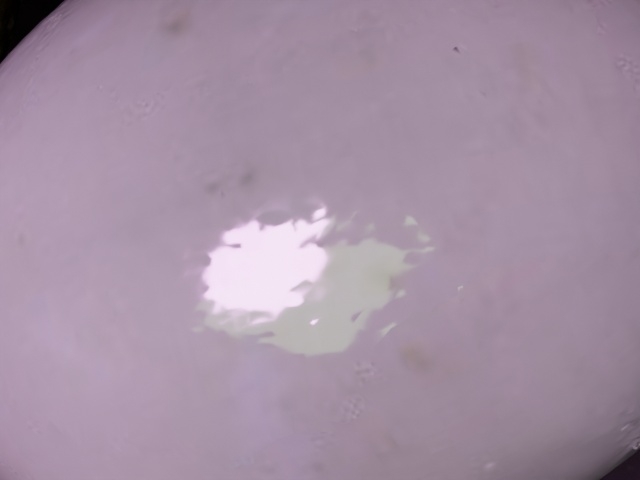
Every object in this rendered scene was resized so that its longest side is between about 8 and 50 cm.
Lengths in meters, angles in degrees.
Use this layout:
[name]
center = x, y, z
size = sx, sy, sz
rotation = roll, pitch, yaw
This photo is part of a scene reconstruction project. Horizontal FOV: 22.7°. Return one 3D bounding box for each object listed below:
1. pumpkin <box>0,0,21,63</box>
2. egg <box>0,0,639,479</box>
[pumpkin]
center = -0.186, -0.112, 0.556
size = 0.219, 0.162, 0.219
rotation = 10, 104, 44
[egg]
center = 0.000, 0.000, 0.483
size = 0.283, 0.203, 0.203
rotation = -15, 107, 28
